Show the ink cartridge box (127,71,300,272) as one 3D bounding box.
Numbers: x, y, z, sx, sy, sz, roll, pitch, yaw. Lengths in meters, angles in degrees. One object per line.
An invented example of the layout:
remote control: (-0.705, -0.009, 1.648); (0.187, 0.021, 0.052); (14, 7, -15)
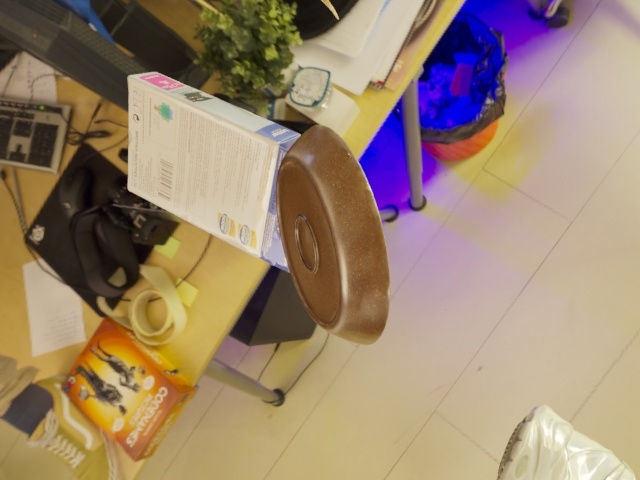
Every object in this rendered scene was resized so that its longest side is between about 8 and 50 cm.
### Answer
ink cartridge box: (-0.144, -0.100, 0.768); (0.311, 0.065, 0.186); (28, 125, 21)

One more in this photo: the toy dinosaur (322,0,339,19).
toy dinosaur: (-0.024, -0.339, 0.625); (0.053, 0.183, 0.093); (5, 81, 20)

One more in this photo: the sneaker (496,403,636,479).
sneaker: (0.162, 0.243, 0.387); (0.115, 0.090, 0.232); (24, 73, 24)

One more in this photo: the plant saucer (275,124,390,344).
plant saucer: (0.000, 0.000, 0.405); (0.029, 0.168, 0.168); (-14, 76, -18)
